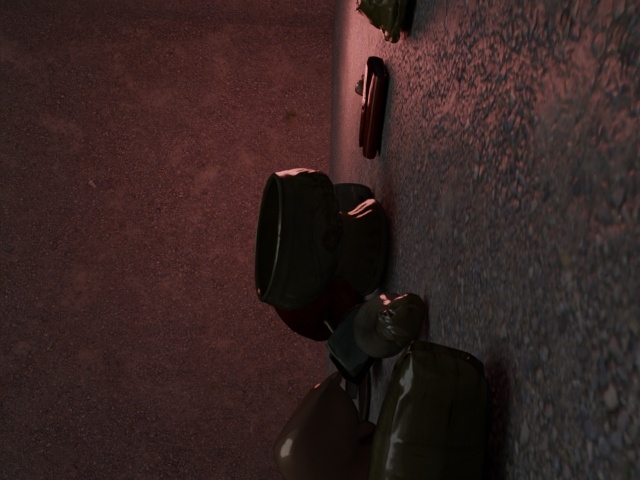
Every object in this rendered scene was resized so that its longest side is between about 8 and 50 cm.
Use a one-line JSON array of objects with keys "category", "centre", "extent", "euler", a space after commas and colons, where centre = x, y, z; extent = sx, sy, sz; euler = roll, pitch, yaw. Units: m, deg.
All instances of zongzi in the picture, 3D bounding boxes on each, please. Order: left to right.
[{"category": "zongzi", "centre": [0.113, 0.208, 0.640], "extent": [0.256, 0.114, 0.228], "euler": [-12, -72, -82]}]

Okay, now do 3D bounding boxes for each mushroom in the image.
[{"category": "mushroom", "centre": [0.101, 0.133, 0.946], "extent": [0.225, 0.093, 0.116], "euler": [73, -140, -83]}]

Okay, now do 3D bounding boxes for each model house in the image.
[{"category": "model house", "centre": [0.086, 0.237, 1.329], "extent": [0.165, 0.106, 0.152], "euler": [-51, -26, -21]}]

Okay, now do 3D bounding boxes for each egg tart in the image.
[{"category": "egg tart", "centre": [0.120, -0.483, 1.110], "extent": [0.232, 0.098, 0.252], "euler": [106, 170, -64]}]

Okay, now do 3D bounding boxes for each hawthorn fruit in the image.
[{"category": "hawthorn fruit", "centre": [-0.002, 0.151, 1.646], "extent": [0.330, 0.287, 0.287], "euler": [-113, 21, -47]}]

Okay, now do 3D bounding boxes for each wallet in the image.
[{"category": "wallet", "centre": [0.120, -0.310, 1.399], "extent": [0.142, 0.045, 0.205], "euler": [-91, 5, -55]}]

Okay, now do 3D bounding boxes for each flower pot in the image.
[{"category": "flower pot", "centre": [0.000, 0.000, 1.272], "extent": [0.307, 0.244, 0.308], "euler": [-175, 90, -74]}]

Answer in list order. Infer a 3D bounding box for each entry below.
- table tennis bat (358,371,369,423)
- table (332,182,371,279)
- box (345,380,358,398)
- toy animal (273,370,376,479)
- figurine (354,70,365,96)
[{"category": "table tennis bat", "centre": [0.102, 0.409, 1.475], "extent": [0.131, 0.022, 0.235], "euler": [-91, 5, -61]}, {"category": "table", "centre": [0.064, -0.021, 1.484], "extent": [0.126, 0.126, 0.220], "euler": [102, 170, -75]}, {"category": "box", "centre": [0.084, 0.329, 1.578], "extent": [0.177, 0.035, 0.115], "euler": [-76, -8, -81]}, {"category": "toy animal", "centre": [0.029, 0.413, 1.118], "extent": [0.213, 0.256, 0.195], "euler": [-33, -12, -46]}, {"category": "figurine", "centre": [0.120, -0.405, 1.507], "extent": [0.109, 0.047, 0.064], "euler": [117, 164, -62]}]
